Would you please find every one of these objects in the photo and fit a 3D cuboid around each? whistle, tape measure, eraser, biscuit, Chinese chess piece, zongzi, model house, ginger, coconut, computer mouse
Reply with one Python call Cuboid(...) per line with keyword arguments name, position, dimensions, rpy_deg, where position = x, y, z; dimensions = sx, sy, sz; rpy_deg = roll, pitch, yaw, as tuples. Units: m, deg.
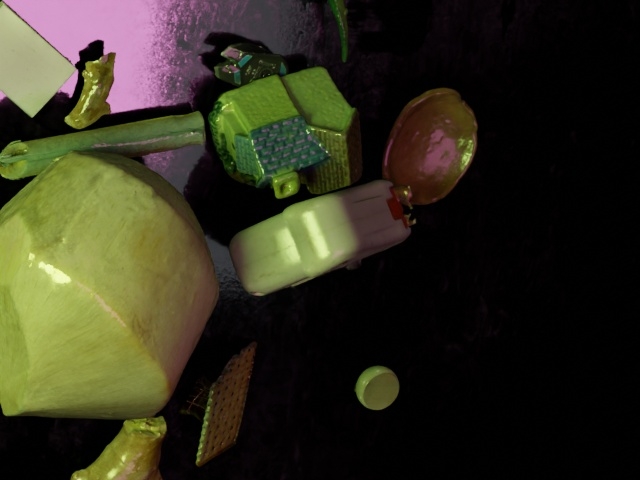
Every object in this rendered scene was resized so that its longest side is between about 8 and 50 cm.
Cuboid(name="whistle", position=(-0.338, -0.148, 1.931), dimensions=(0.326, 0.068, 0.057), rpy_deg=(-11, 84, -19))
Cuboid(name="tape measure", position=(0.000, 0.000, 2.025), dimensions=(0.265, 0.258, 0.130), rpy_deg=(-24, 88, 28))
Cuboid(name="eraser", position=(-0.451, -0.269, 1.856), dimensions=(0.104, 0.023, 0.150), rpy_deg=(-47, 121, 0))
Cuboid(name="biscuit", position=(-0.164, 0.286, 2.165), dimensions=(0.144, 0.016, 0.203), rpy_deg=(-24, 131, -60))
Cuboid(name="Chinese chess piece", position=(0.106, 0.273, 2.314), dimensions=(0.084, 0.034, 0.084), rpy_deg=(-10, 114, -22))
Cuboid(name="zongzi", position=(-0.217, 0.284, 2.174), dimensions=(0.067, 0.073, 0.083), rpy_deg=(47, 48, -31))
Cuboid(name="model house", position=(-0.044, -0.138, 1.970), dimensions=(0.214, 0.189, 0.195), rpy_deg=(-17, 129, -19))
Cuboid(name="ginger", position=(-0.364, 0.481, 2.123), dimensions=(0.375, 0.166, 0.236), rpy_deg=(-37, 112, 1))
Cuboid(name="ginger", position=(-0.345, -0.231, 1.909), dimensions=(0.057, 0.044, 0.137), rpy_deg=(-4, 122, -54))
Cuboid(name="coconut", position=(-0.349, 0.084, 1.822), dimensions=(0.415, 0.344, 0.415), rpy_deg=(-7, 98, -57))
Cuboid(name="computer mouse", position=(-0.111, -0.276, 1.985), dimensions=(0.135, 0.047, 0.079), rpy_deg=(10, 117, -35))

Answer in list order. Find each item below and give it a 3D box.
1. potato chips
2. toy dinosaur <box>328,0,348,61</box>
Cuboid(name="potato chips", position=(0.179, -0.165, 2.151), dimensions=(0.195, 0.062, 0.208), rpy_deg=(-8, 112, -26))
Cuboid(name="toy dinosaur", position=(-0.059, -0.487, 1.903), dimensions=(0.300, 0.087, 0.447), rpy_deg=(-7, 107, -22))
